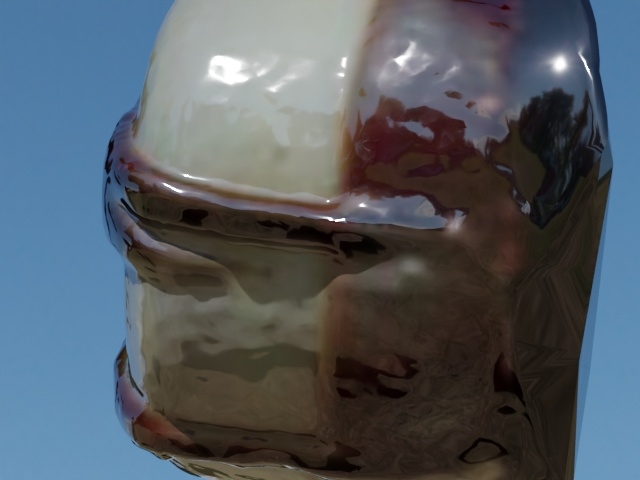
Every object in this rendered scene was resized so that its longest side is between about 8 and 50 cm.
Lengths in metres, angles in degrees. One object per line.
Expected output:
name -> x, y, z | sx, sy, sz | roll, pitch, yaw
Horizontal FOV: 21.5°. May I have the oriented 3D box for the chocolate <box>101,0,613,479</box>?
chocolate -> 0.000, 0.000, 0.726 | 0.186, 0.283, 0.283 | 1, -29, -7
